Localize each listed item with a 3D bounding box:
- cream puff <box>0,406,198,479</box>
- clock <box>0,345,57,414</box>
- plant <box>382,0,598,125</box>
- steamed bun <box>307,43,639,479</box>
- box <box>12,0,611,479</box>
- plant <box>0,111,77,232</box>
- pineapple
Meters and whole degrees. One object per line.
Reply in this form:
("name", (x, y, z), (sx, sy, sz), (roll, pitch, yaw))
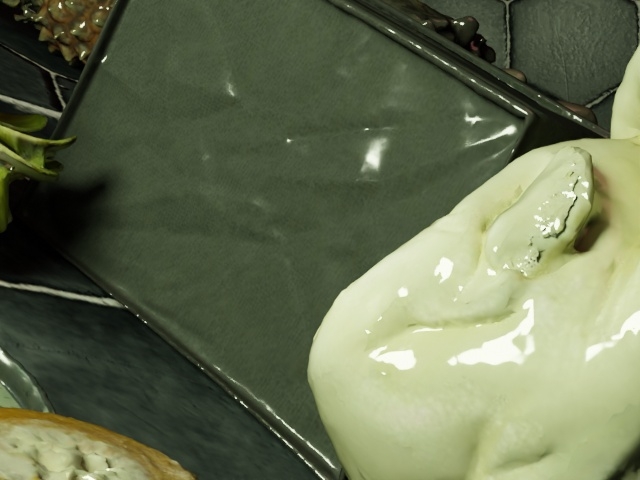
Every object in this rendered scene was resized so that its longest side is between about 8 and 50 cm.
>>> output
("cream puff", (-0.100, 0.117, 0.508), (0.126, 0.103, 0.144), (31, 11, 34))
("clock", (-0.199, 0.063, 0.651), (0.184, 0.040, 0.184), (28, 13, -7))
("plant", (0.071, -0.093, 1.203), (0.321, 0.181, 0.194), (37, 18, 24))
("steamed bun", (0.199, 0.079, 0.798), (0.394, 0.346, 0.237), (-11, 44, -44))
("box", (0.009, -0.029, 1.011), (0.345, 0.251, 0.204), (35, 14, 32))
("plant", (-0.260, -0.120, 0.904), (0.261, 0.297, 0.306), (62, 13, 16))
("pineapple", (-0.271, -0.261, 1.597), (0.361, 0.175, 0.175), (11, 15, -9))
